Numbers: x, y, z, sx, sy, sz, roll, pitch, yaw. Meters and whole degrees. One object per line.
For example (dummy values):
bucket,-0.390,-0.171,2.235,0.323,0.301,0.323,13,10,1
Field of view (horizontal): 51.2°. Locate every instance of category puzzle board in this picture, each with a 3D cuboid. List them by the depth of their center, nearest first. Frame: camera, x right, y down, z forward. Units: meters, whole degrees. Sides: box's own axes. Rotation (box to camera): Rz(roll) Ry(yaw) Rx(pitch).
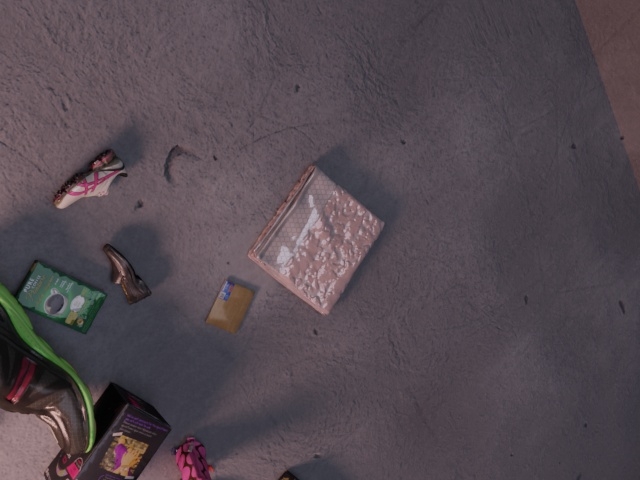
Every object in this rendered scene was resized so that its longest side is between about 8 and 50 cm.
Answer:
puzzle board,-0.245,0.179,1.813,0.096,0.011,0.128,28,82,-29

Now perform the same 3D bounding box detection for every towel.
towel,0.000,0.000,1.907,0.317,0.053,0.331,40,78,-29

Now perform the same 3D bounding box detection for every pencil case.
pencil case,-0.318,0.602,1.717,0.095,0.209,0.098,7,105,-26

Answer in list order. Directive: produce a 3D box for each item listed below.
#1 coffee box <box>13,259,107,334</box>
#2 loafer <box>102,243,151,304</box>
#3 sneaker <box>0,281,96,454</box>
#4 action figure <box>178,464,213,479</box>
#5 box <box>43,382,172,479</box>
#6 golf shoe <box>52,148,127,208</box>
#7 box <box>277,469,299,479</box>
coffee box,-0.611,0.134,1.572,0.184,0.040,0.113,31,81,-31
loafer,-0.483,0.084,1.631,0.061,0.062,0.170,-38,113,-15
sneaker,-0.680,0.297,1.461,0.482,0.185,0.202,55,50,-14
action figure,-0.346,0.645,1.806,0.115,0.038,0.030,-18,89,-28
box,-0.514,0.509,1.612,0.143,0.165,0.270,42,76,-29
golf shoe,-0.536,-0.129,1.563,0.186,0.067,0.086,-43,117,-18
box,-0.095,0.881,1.968,0.295,0.073,0.293,-49,118,-16
